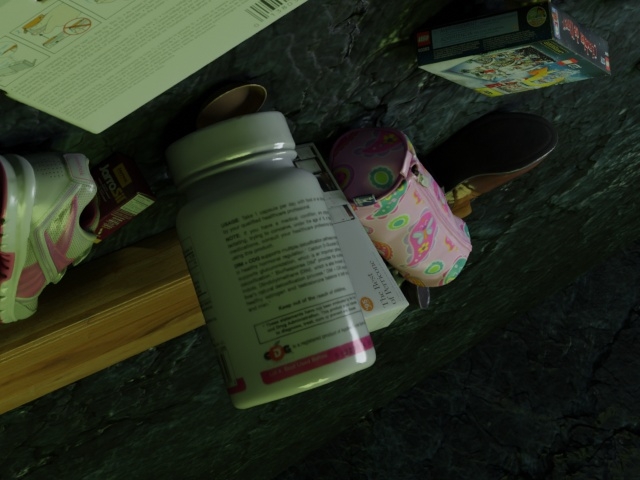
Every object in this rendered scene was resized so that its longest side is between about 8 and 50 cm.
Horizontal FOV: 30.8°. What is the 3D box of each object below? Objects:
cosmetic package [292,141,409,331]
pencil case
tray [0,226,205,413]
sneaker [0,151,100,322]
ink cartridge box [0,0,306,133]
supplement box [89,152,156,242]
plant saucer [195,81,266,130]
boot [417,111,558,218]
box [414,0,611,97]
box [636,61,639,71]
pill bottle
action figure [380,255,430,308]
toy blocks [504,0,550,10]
[{"bbox_3d":[0.000,0.000,1.373,0.098,0.239,0.060,-17,158,-37],"label":"cosmetic package"},{"bbox_3d":[0.109,-0.040,1.521,0.124,0.124,0.284,-33,146,6],"label":"pencil case"},{"bbox_3d":[-0.322,0.118,1.448,0.410,0.076,0.203,-24,161,-22],"label":"tray"},{"bbox_3d":[-0.274,0.000,1.145,0.111,0.103,0.252,-11,156,-24],"label":"sneaker"},{"bbox_3d":[-0.143,-0.196,0.880,0.275,0.060,0.239,-29,158,18],"label":"ink cartridge box"},{"bbox_3d":[-0.222,-0.043,1.208,0.083,0.055,0.043,-35,161,11],"label":"supplement box"},{"bbox_3d":[-0.096,-0.141,1.211,0.083,0.015,0.083,-27,162,-10],"label":"plant saucer"},{"bbox_3d":[0.227,-0.074,1.767,0.264,0.096,0.280,-30,163,-3],"label":"boot"},{"bbox_3d":[0.231,-0.219,1.365,0.159,0.044,0.233,-8,174,28],"label":"box"},{"bbox_3d":[0.543,-0.279,1.792,0.062,0.052,0.083,-14,157,-42],"label":"box"},{"bbox_3d":[-0.058,0.019,1.221,0.160,0.283,0.160,-18,176,-1],"label":"pill bottle"},{"bbox_3d":[0.045,0.059,1.764,0.285,0.099,0.185,-11,-164,33],"label":"action figure"},{"bbox_3d":[0.249,-0.309,1.250,0.123,0.054,0.148,-32,162,2],"label":"toy blocks"}]
